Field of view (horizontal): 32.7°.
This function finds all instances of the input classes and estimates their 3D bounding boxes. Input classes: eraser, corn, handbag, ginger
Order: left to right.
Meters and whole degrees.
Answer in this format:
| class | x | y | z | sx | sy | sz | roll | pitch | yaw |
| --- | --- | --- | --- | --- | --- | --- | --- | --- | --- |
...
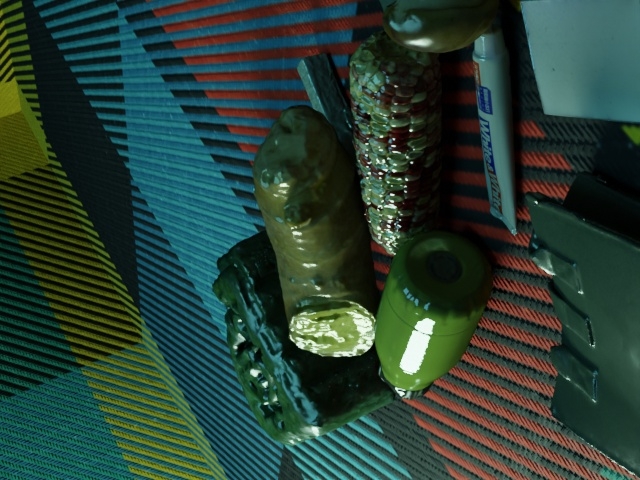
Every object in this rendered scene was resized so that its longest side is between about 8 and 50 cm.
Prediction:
| class | x | y | z | sx | sy | sz | roll | pitch | yaw |
| --- | --- | --- | --- | --- | --- | --- | --- | --- | --- |
| ginger | 0.000 | 0.000 | 1.273 | 0.190 | 0.126 | 0.354 | -76 | -19 | -59 |
| corn | 0.084 | -0.093 | 1.163 | 0.098 | 0.098 | 0.290 | 50 | 157 | 40 |
| eraser | 0.221 | -0.146 | 0.867 | 0.150 | 0.023 | 0.104 | 22 | 130 | 63 |
| handbag | 0.275 | 0.092 | 0.900 | 0.260 | 0.079 | 0.247 | 37 | 143 | 55 |

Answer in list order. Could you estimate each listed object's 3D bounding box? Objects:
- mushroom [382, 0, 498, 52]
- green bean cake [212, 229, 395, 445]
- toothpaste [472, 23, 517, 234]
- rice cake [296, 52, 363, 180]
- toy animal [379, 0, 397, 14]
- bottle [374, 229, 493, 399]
| class | x | y | z | sx | sy | sz | roll | pitch | yaw |
| --- | --- | --- | --- | --- | --- | --- | --- | --- | --- |
| mushroom | 0.088 | -0.320 | 0.875 | 0.128 | 0.128 | 0.350 | 40 | 145 | 52 |
| green bean cake | -0.045 | 0.145 | 1.624 | 0.300 | 0.169 | 0.308 | 65 | 161 | 7 |
| toothpaste | 0.168 | -0.103 | 1.036 | 0.052 | 0.033 | 0.218 | -128 | 21 | -50 |
| rice cake | 0.036 | -0.114 | 1.334 | 0.245 | 0.042 | 0.045 | 64 | 161 | 8 |
| toy animal | 0.041 | -0.274 | 1.085 | 0.155 | 0.095 | 0.219 | 34 | 142 | 63 |
| bottle | 0.118 | 0.099 | 1.246 | 0.112 | 0.112 | 0.260 | 57 | 158 | 27 |
